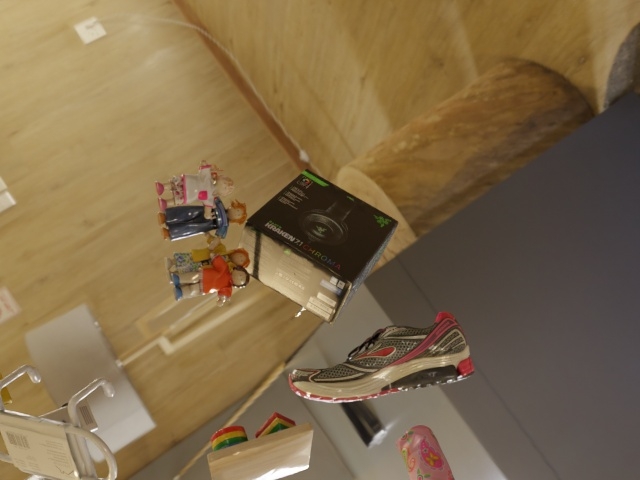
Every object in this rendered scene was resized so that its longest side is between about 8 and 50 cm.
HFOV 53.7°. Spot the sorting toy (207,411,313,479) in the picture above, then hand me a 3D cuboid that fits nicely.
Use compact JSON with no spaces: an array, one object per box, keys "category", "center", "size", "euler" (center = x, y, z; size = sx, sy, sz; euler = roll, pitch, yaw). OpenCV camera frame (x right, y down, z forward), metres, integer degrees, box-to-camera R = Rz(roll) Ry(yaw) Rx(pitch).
[{"category":"sorting toy","center":[-0.160,0.534,1.614],"size":[0.255,0.257,0.089],"euler":[96,156,-50]}]

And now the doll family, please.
[{"category":"doll family","center":[-0.209,-0.011,1.164],"size":[0.118,0.163,0.262],"euler":[173,87,-68]}]

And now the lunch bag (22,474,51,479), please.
[{"category":"lunch bag","center":[-0.775,0.754,1.729],"size":[0.212,0.256,0.305],"euler":[43,-159,4]}]

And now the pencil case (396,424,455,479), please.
[{"category":"pencil case","center":[0.306,0.659,1.755],"size":[0.124,0.124,0.284],"euler":[74,175,-46]}]

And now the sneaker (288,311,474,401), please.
[{"category":"sneaker","center":[0.094,0.201,1.046],"size":[0.121,0.299,0.111],"euler":[74,-176,-76]}]

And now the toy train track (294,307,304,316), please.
[{"category":"toy train track","center":[-0.037,0.145,1.422],"size":[0.083,0.048,0.014],"euler":[-51,56,42]}]

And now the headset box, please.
[{"category":"headset box","center":[0.000,0.000,1.341],"size":[0.246,0.283,0.131],"euler":[31,129,10]}]

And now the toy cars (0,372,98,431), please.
[{"category":"toy cars","center":[-0.691,0.389,1.429],"size":[0.394,0.176,0.087],"euler":[27,137,-25]}]

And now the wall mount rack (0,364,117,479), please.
[{"category":"wall mount rack","center":[-0.456,0.387,1.164],"size":[0.350,0.130,0.304],"euler":[1,112,28]}]
